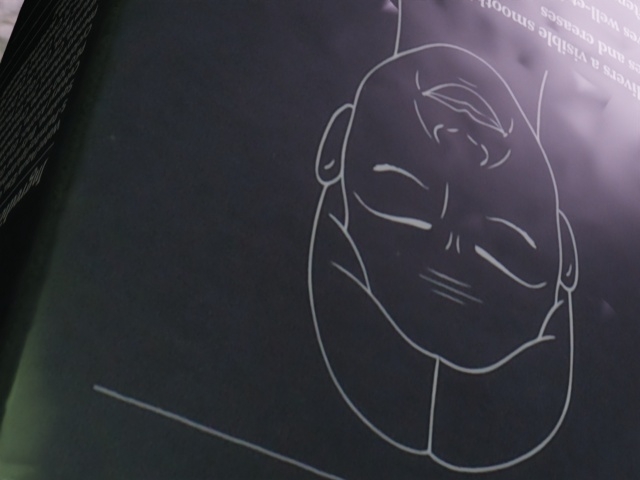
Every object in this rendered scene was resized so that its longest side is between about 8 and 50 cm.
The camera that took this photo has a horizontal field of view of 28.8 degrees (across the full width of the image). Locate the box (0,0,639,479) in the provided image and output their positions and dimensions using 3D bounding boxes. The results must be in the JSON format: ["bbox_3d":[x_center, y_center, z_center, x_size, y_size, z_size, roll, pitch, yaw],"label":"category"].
[{"bbox_3d":[0.000,0.000,0.561,0.293,0.212,0.396,25,54,-22],"label":"box"}]
